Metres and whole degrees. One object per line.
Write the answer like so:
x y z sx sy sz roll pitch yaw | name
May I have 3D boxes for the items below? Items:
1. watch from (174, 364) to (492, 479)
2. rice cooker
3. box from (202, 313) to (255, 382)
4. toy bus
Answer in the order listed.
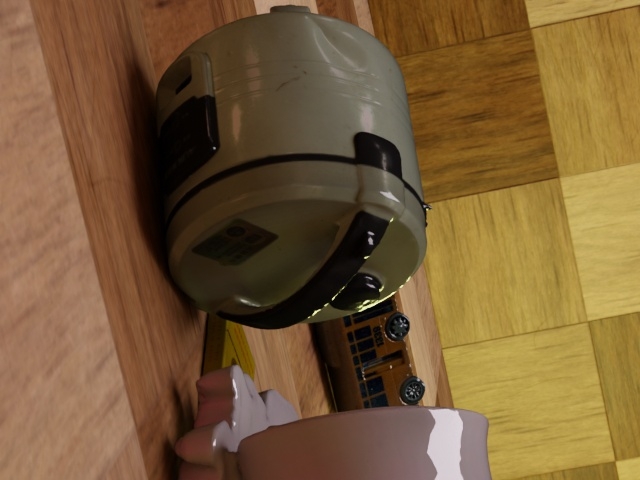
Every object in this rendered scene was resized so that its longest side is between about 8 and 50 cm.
0.022 0.182 1.324 0.244 0.231 0.196 39 41 -69 | watch
-0.029 -0.049 1.414 0.226 0.226 0.244 65 14 -60 | rice cooker
-0.078 0.123 1.480 0.155 0.023 0.087 -89 168 -56 | box
0.054 0.137 2.104 0.091 0.103 0.182 23 -51 65 | toy bus
